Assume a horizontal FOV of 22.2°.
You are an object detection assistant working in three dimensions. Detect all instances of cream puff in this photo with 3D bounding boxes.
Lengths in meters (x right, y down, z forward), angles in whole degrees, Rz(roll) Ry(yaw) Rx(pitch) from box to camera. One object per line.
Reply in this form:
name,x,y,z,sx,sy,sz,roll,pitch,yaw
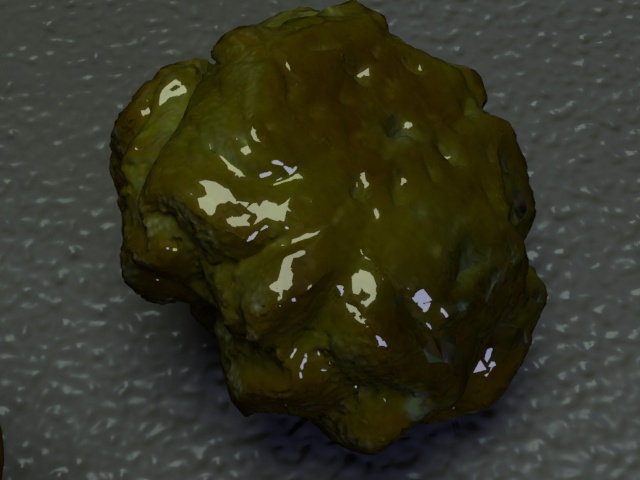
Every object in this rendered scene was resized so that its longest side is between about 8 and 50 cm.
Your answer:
cream puff,0.005,-0.010,0.870,0.196,0.244,0.244,-4,44,41

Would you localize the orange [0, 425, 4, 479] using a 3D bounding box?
orange,-0.307,0.110,0.699,0.340,0.340,0.293,6,39,7
